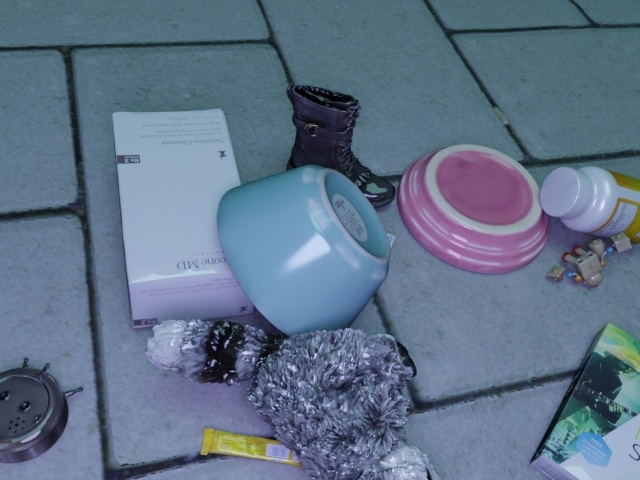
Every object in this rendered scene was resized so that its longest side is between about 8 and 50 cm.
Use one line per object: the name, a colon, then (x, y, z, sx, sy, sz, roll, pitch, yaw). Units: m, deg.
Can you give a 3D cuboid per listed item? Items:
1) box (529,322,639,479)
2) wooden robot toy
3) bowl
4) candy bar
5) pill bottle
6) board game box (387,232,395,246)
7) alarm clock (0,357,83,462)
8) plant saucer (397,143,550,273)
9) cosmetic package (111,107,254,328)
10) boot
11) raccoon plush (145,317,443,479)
box: (0.527, 0.319, 1.035, 0.232, 0.058, 0.322, 35, 53, 15)
wooden robot toy: (0.548, 0.054, 1.242, 0.173, 0.079, 0.076, -32, 20, 2)
bowl: (0.000, 0.000, 1.005, 0.311, 0.163, 0.311, 43, 26, -28)
candy bar: (-0.101, 0.317, 0.934, 0.161, 0.018, 0.040, 11, 54, -4)
pill bottle: (0.578, -0.076, 1.260, 0.246, 0.136, 0.136, 11, 50, -25)
board game box: (0.092, 0.010, 1.207, 0.090, 0.020, 0.090, 23, 52, 7)
alarm clock: (-0.448, 0.264, 0.881, 0.129, 0.064, 0.192, 24, 55, 7)
plant saucer: (0.332, -0.087, 1.291, 0.332, 0.084, 0.332, 5, 53, -7)
cosmetic package: (-0.250, -0.050, 1.098, 0.217, 0.156, 0.385, -7, 54, -19)
boot: (0.045, -0.185, 1.214, 0.263, 0.229, 0.091, 19, 52, 4)
raccoon plush: (-0.038, 0.297, 0.867, 0.446, 0.216, 0.299, 4, 59, 0)
